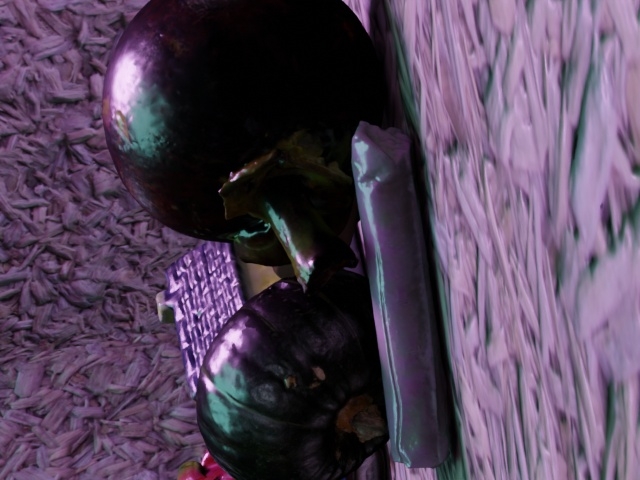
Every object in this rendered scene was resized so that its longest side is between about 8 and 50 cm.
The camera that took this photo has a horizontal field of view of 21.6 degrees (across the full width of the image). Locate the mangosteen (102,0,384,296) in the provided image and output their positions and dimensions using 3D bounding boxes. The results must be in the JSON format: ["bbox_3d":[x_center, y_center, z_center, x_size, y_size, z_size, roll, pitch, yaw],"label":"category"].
[{"bbox_3d":[-0.042,-0.083,1.311,0.289,0.231,0.231,52,155,43],"label":"mangosteen"}]

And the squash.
[{"bbox_3d":[-0.007,0.113,1.337,0.193,0.156,0.193,-56,-17,-28],"label":"squash"}]

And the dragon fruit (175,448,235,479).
[{"bbox_3d":[-0.080,0.332,1.714,0.272,0.218,0.198,-86,9,-50],"label":"dragon fruit"}]

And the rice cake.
[{"bbox_3d":[0.061,0.044,1.248,0.055,0.049,0.269,-126,28,-78],"label":"rice cake"}]

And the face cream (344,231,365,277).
[{"bbox_3d":[0.000,0.000,1.688,0.075,0.075,0.229,90,169,-58],"label":"face cream"}]

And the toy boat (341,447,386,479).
[{"bbox_3d":[0.036,0.231,1.748,0.061,0.060,0.137,44,152,44],"label":"toy boat"}]

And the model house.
[{"bbox_3d":[-0.059,0.103,1.770,0.170,0.211,0.194,91,168,-50],"label":"model house"}]

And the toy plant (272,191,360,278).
[{"bbox_3d":[-0.006,-0.063,1.533,0.143,0.105,0.200,113,160,-65],"label":"toy plant"}]
